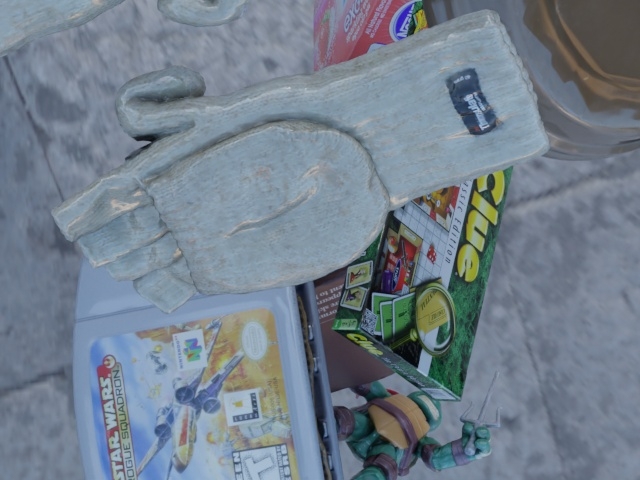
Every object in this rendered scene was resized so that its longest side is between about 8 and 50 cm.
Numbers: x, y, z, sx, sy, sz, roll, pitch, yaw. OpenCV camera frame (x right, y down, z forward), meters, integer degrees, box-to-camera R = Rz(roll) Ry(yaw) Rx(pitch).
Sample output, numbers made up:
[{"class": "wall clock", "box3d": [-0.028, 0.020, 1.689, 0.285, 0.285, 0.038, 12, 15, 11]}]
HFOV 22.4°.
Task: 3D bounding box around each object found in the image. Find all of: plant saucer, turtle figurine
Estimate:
[{"class": "plant saucer", "box3d": [0.164, -0.168, 0.795, 0.278, 0.041, 0.278, -16, 118, -32]}, {"class": "turtle figurine", "box3d": [0.070, 0.163, 1.465, 0.175, 0.234, 0.118, 33, 119, 20]}]

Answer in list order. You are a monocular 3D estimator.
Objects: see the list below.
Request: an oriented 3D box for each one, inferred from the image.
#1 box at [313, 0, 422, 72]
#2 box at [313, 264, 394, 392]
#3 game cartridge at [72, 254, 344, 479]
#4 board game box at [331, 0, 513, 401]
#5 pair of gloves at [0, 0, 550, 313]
[{"class": "box", "box3d": [0.102, -0.231, 1.425, 0.154, 0.142, 0.300, 6, 150, -14]}, {"class": "box", "box3d": [0.000, 0.000, 1.378, 0.168, 0.203, 0.167, -22, 143, 16]}, {"class": "game cartridge", "box3d": [-0.088, 0.132, 1.221, 0.198, 0.062, 0.297, -11, 82, 16]}, {"class": "board game box", "box3d": [0.085, -0.029, 1.166, 0.136, 0.030, 0.260, 38, 59, -47]}, {"class": "pair of gloves", "box3d": [-0.046, -0.079, 0.619, 0.204, 0.042, 0.240, -29, 126, 14]}]
